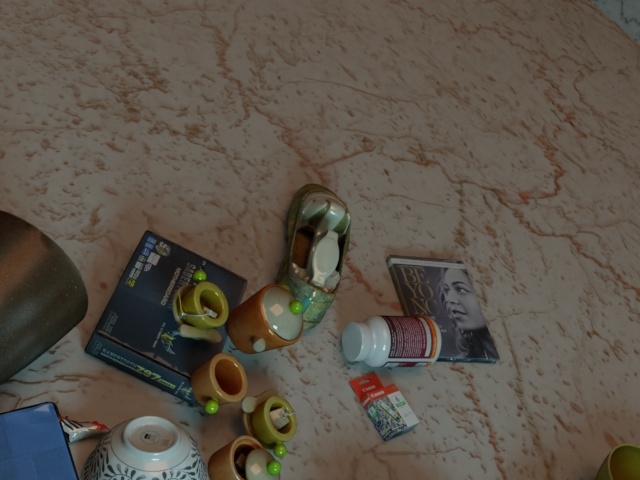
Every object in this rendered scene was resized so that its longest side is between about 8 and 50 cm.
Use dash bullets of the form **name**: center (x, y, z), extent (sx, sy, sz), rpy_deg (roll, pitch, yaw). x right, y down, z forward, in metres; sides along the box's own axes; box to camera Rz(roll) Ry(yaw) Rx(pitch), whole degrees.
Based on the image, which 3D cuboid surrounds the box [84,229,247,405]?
- **box**: center (-0.228, 0.112, 1.638), extent (0.183, 0.059, 0.233), rpy_deg (28, 43, -9)

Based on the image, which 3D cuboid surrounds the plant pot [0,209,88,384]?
- **plant pot**: center (-0.455, 0.111, 1.401), extent (0.215, 0.215, 0.230), rpy_deg (34, 48, 0)

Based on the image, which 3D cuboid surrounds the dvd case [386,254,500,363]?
- **dvd case**: center (0.219, 0.121, 1.938), extent (0.164, 0.018, 0.221), rpy_deg (5, 49, -28)

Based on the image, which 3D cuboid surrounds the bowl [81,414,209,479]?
- **bowl**: center (-0.227, 0.285, 1.426), extent (0.170, 0.080, 0.170), rpy_deg (8, 32, -5)

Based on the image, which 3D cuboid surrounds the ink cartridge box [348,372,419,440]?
- **ink cartridge box**: center (0.101, 0.259, 1.729), extent (0.063, 0.029, 0.115), rpy_deg (-14, 60, -39)

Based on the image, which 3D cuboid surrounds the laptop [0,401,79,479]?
- **laptop**: center (-0.405, 0.337, 1.109), extent (0.382, 0.408, 0.236), rpy_deg (-12, 91, -23)

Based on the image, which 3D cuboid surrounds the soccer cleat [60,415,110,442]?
- **soccer cleat**: center (-0.327, 0.260, 1.467), extent (0.083, 0.029, 0.036), rpy_deg (15, 54, -15)

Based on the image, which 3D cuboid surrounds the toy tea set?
- **toy tea set**: center (-0.088, 0.196, 1.548), extent (0.200, 0.124, 0.336), rpy_deg (11, 59, -49)

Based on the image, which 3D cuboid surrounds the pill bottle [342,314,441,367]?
- **pill bottle**: center (0.116, 0.166, 1.782), extent (0.152, 0.086, 0.086), rpy_deg (4, 50, -30)

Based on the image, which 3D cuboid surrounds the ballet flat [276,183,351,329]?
- **ballet flat**: center (0.000, 0.000, 1.843), extent (0.123, 0.123, 0.348), rpy_deg (24, 43, -11)

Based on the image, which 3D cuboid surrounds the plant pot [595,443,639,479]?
- **plant pot**: center (0.503, 0.417, 1.782), extent (0.134, 0.095, 0.134), rpy_deg (18, 44, -18)
